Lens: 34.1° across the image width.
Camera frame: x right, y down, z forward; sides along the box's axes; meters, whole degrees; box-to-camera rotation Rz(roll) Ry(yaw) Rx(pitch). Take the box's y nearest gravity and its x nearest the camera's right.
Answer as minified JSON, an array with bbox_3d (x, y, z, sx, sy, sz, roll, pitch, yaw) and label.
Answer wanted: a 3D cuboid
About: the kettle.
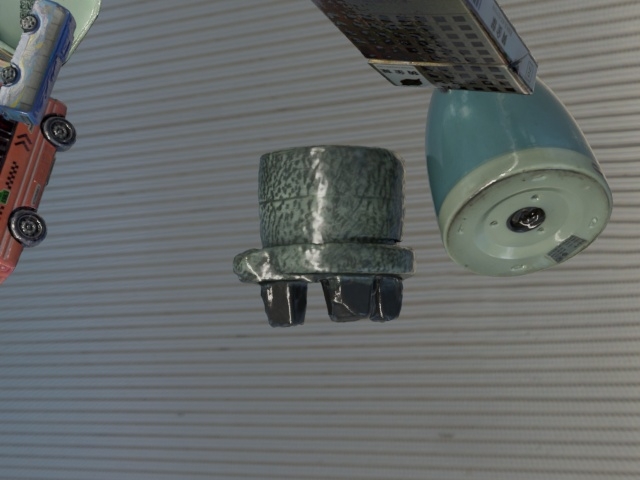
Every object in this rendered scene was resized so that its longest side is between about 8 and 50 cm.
[{"bbox_3d":[0.296,-0.133,1.616,0.247,0.319,0.342,-35,44,26],"label":"kettle"}]

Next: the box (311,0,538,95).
[{"bbox_3d":[0.099,-0.239,1.103,0.180,0.325,0.047,8,78,30],"label":"box"}]

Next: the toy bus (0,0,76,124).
[{"bbox_3d":[-0.343,-0.216,1.261,0.061,0.051,0.153,18,77,1],"label":"toy bus"}]

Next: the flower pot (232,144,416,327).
[{"bbox_3d":[0.000,0.000,1.685,0.299,0.299,0.283,-3,87,25],"label":"flower pot"}]

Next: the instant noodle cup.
[{"bbox_3d":[-0.547,-0.443,1.918,0.308,0.294,0.294,34,113,61],"label":"instant noodle cup"}]

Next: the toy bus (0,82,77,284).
[{"bbox_3d":[-0.661,-0.113,2.086,0.203,0.233,0.427,-34,39,44],"label":"toy bus"}]
